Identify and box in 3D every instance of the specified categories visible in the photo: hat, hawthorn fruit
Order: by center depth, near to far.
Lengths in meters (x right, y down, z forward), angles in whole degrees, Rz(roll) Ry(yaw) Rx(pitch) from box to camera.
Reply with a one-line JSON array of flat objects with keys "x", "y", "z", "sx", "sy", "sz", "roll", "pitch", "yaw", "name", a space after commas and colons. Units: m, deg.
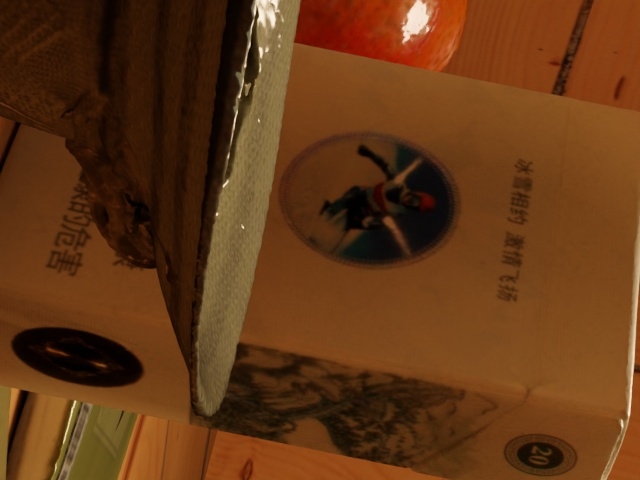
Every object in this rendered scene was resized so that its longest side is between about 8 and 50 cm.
[{"x": -0.060, "y": -0.082, "z": 0.481, "sx": 0.252, "sy": 0.110, "sz": 0.252, "roll": 9, "pitch": 90, "yaw": -89, "name": "hat"}, {"x": -0.004, "y": -0.133, "z": 1.252, "sx": 0.196, "sy": 0.197, "sz": 0.225, "roll": -67, "pitch": 178, "yaw": -87, "name": "hawthorn fruit"}]

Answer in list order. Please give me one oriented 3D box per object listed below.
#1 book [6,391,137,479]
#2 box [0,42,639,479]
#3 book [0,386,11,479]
[{"x": -0.127, "y": 0.069, "z": 1.059, "sx": 0.352, "sy": 0.035, "sz": 0.239, "roll": 102, "pitch": 2, "yaw": -77, "name": "book"}, {"x": 0.000, "y": 0.000, "z": 0.737, "sx": 0.069, "sy": 0.256, "sz": 0.164, "roll": 100, "pitch": 3, "yaw": -50, "name": "box"}, {"x": -0.158, "y": 0.148, "z": 0.744, "sx": 0.168, "sy": 0.013, "sz": 0.192, "roll": 103, "pitch": 0, "yaw": -45, "name": "book"}]
